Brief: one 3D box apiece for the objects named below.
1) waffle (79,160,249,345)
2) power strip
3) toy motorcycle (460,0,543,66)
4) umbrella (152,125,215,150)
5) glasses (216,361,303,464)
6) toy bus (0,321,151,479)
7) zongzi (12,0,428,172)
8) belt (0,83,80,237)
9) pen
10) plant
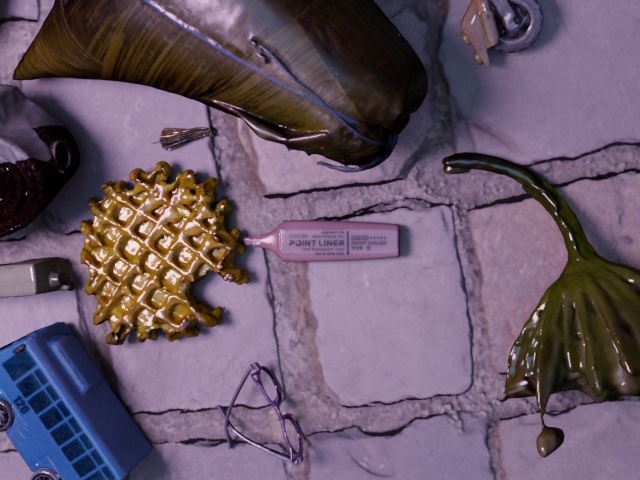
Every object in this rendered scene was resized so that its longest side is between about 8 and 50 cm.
[{"bbox_3d":[-0.210,0.019,0.981,0.229,0.051,0.231,-14,93,15],"label":"waffle"},{"bbox_3d":[-0.475,0.057,1.022,0.286,0.080,0.048,-6,89,13],"label":"power strip"},{"bbox_3d":[0.149,-0.300,0.860,0.130,0.094,0.229,-32,102,17],"label":"toy motorcycle"},{"bbox_3d":[-0.175,-0.134,0.973,0.083,0.020,0.031,-13,54,12],"label":"umbrella"},{"bbox_3d":[-0.093,0.235,0.975,0.104,0.062,0.139,-24,90,14],"label":"glasses"},{"bbox_3d":[-0.340,0.224,0.996,0.134,0.116,0.233,-34,91,12],"label":"toy bus"},{"bbox_3d":[-0.132,-0.190,0.893,0.432,0.208,0.403,-37,99,30],"label":"zongzi"},{"bbox_3d":[-0.456,-0.098,0.961,0.290,0.164,0.184,-6,122,11],"label":"belt"},{"bbox_3d":[0.000,0.000,0.946,0.197,0.032,0.053,-1,96,10],"label":"pen"},{"bbox_3d":[0.293,0.034,0.831,0.251,0.180,0.333,-14,90,2],"label":"plant"}]
